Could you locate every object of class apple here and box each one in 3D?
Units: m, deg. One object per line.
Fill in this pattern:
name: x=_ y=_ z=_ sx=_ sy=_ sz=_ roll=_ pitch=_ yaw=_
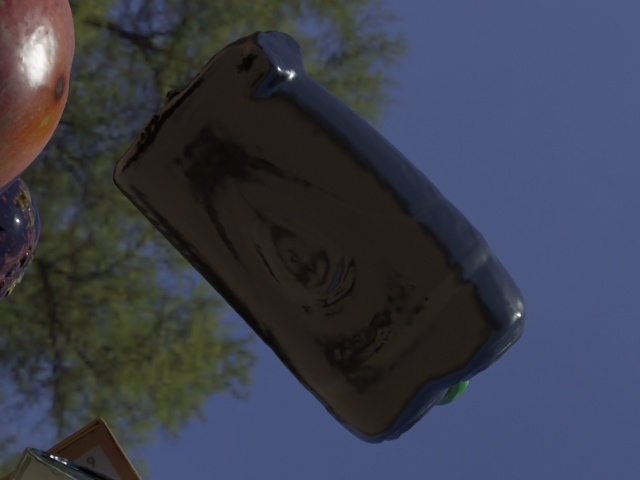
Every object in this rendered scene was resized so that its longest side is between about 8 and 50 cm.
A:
apple: x=-0.301 y=-0.120 z=1.023 sx=0.253 sy=0.253 sz=0.253 roll=-24 pitch=-119 yaw=52

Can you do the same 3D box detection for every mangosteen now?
mangosteen: x=-0.423 y=-0.017 z=1.557 sx=0.192 sy=0.217 sz=0.192 roll=-59 pitch=-179 yaw=2

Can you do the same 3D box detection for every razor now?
razor: x=0.001 y=0.000 z=1.158 sx=0.204 sy=0.349 sz=0.113 roll=-40 pitch=-173 yaw=26

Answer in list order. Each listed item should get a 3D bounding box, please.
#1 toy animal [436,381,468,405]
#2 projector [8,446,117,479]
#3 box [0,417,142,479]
toy animal: x=0.092 y=0.063 z=1.343 sx=0.100 sy=0.103 sz=0.208 roll=-49 pitch=-156 yaw=44
projector: x=-0.211 y=0.297 z=0.857 sx=0.108 sy=0.108 sz=0.337 roll=12 pitch=-108 yaw=58
box: x=-0.374 y=0.348 z=1.443 sx=0.116 sy=0.415 sz=0.264 roll=56 pitch=-15 yaw=5
